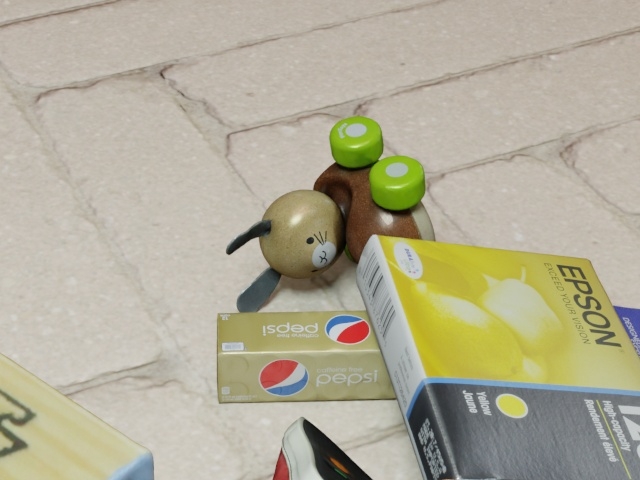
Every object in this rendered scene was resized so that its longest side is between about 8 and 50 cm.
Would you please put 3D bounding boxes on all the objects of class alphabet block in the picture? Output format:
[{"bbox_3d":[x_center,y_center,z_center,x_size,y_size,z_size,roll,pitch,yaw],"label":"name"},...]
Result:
[{"bbox_3d":[-0.253,0.221,1.152,0.197,0.192,0.193,27,42,30],"label":"alphabet block"}]

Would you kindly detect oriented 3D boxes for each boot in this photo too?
[{"bbox_3d":[-0.038,0.238,1.229,0.088,0.176,0.244,39,5,-3],"label":"boot"}]

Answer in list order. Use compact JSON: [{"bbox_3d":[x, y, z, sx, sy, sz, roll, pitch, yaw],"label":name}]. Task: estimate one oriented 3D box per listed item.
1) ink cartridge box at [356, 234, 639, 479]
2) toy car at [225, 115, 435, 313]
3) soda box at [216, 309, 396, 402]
[{"bbox_3d":[0.210,0.122,1.354,0.307,0.072,0.304,4,36,-18],"label":"ink cartridge box"},{"bbox_3d":[0.000,0.000,1.498,0.188,0.155,0.149,-25,44,-18],"label":"toy car"},{"bbox_3d":[-0.003,0.104,1.423,0.181,0.061,0.058,0,37,-3],"label":"soda box"}]
